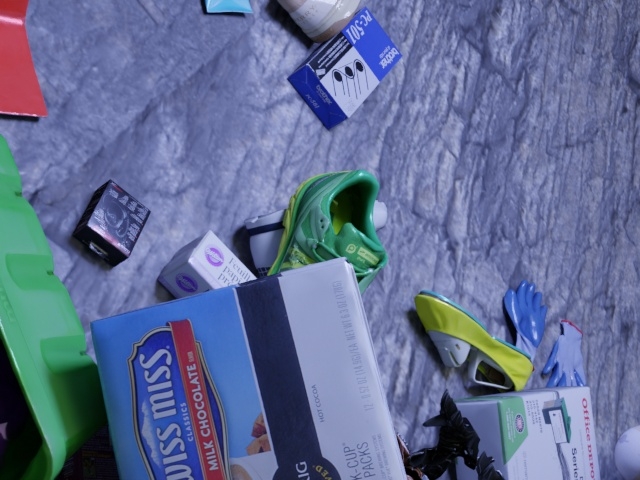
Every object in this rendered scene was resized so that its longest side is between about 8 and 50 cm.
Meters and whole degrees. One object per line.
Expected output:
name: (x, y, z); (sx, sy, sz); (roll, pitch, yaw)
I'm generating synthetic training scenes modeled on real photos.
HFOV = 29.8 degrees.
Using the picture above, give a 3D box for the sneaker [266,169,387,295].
sneaker: (0.006, 0.037, 1.389); (0.109, 0.123, 0.295); (28, 55, -32)

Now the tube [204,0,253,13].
tube: (-0.149, -0.408, 1.653); (0.080, 0.052, 0.207); (-9, 81, -38)

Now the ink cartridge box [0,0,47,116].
ink cartridge box: (-0.437, -0.331, 1.276); (0.308, 0.091, 0.385); (2, 66, -45)

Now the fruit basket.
fruit basket: (-0.392, 0.079, 0.978); (0.392, 0.283, 0.392); (47, 28, -35)

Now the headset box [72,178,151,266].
headset box: (-0.234, -0.017, 1.347); (0.062, 0.032, 0.083); (39, 46, -23)

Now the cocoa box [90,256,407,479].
cocoa box: (-0.063, 0.187, 1.125); (0.228, 0.347, 0.231); (-13, 76, -5)

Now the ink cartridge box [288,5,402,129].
ink cartridge box: (0.040, -0.254, 1.754); (0.097, 0.046, 0.207); (51, 41, -13)

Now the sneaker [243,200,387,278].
sneaker: (0.000, 0.000, 1.551); (0.235, 0.090, 0.095); (-12, 87, -43)

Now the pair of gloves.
pair of gloves: (0.346, 0.157, 1.852); (0.198, 0.023, 0.159); (41, 43, -23)

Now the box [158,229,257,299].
box: (-0.053, 0.129, 1.425); (0.324, 0.067, 0.063); (48, 42, -16)

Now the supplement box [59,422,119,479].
supplement box: (-0.230, 0.221, 1.206); (0.055, 0.043, 0.083); (14, 60, -41)

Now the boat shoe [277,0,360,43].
boat shoe: (0.021, -0.447, 1.787); (0.110, 0.121, 0.341); (37, 47, -26)

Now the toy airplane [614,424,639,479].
toy airplane: (0.485, 0.381, 1.638); (0.272, 0.386, 0.384); (50, 51, 5)

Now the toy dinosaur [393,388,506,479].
toy dinosaur: (0.103, 0.301, 1.419); (0.164, 0.218, 0.322); (57, 3, 30)

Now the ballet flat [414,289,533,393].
ballet flat: (0.211, 0.153, 1.682); (0.231, 0.077, 0.077); (34, 70, -30)

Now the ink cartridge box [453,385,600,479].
ink cartridge box: (0.282, 0.285, 1.636); (0.219, 0.092, 0.160); (-1, 83, -45)
